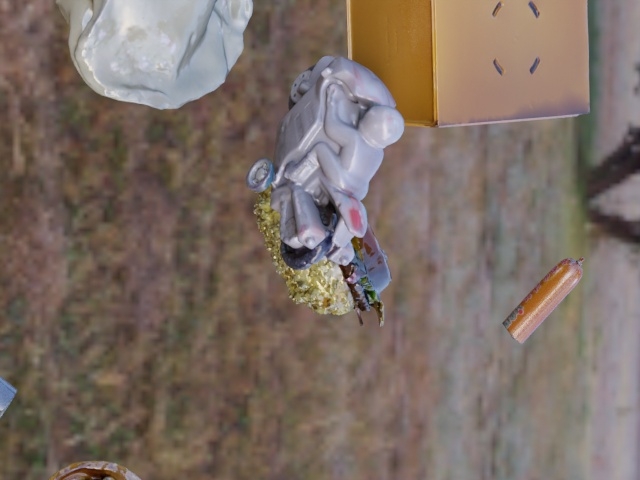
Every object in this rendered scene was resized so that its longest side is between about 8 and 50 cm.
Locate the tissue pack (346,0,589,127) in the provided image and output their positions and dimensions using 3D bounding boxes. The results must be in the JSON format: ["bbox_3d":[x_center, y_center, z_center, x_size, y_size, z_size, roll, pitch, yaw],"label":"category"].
[{"bbox_3d":[0.172,-0.235,1.814,0.274,0.145,0.194,-8,101,-44],"label":"tissue pack"}]

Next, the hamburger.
[{"bbox_3d":[0.000,0.000,2.069,0.261,0.139,0.243,62,2,-41],"label":"hamburger"}]

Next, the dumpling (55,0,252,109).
[{"bbox_3d":[-0.146,-0.227,1.448,0.193,0.147,0.258,40,53,-32],"label":"dumpling"}]

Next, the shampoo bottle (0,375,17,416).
[{"bbox_3d":[-0.378,0.093,1.464,0.072,0.214,0.072,-51,-174,8],"label":"shampoo bottle"}]

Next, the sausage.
[{"bbox_3d":[0.229,0.056,1.595,0.107,0.031,0.031,-49,176,7],"label":"sausage"}]

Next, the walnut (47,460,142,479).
[{"bbox_3d":[-0.241,0.284,1.677,0.052,0.121,0.091,115,-22,-63],"label":"walnut"}]

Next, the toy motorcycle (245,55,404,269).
[{"bbox_3d":[0.018,-0.098,1.668,0.110,0.171,0.260,29,50,-35],"label":"toy motorcycle"}]
